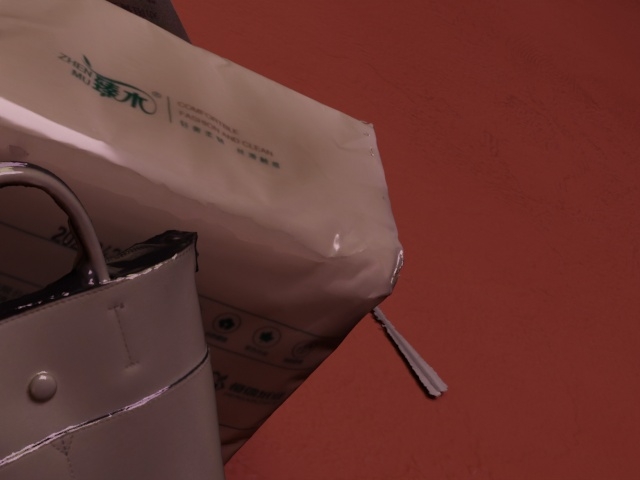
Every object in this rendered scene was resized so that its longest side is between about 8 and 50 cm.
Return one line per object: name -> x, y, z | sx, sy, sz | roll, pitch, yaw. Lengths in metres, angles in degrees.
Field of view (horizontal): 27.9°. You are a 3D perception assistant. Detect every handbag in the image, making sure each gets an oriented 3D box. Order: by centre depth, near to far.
handbag -> -0.166, 0.102, 0.746 | 0.241, 0.315, 0.109 | -22, 22, -29

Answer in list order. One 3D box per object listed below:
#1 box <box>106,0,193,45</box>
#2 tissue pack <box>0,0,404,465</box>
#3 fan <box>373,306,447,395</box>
box -> -0.195, -0.171, 1.323 | 0.180, 0.047, 0.324 | 6, 45, -41
tissue pack -> -0.177, -0.005, 0.895 | 0.380, 0.297, 0.207 | 24, 35, -29
fan -> 0.000, -0.001, 1.361 | 0.414, 0.012, 0.233 | 49, 33, 14
